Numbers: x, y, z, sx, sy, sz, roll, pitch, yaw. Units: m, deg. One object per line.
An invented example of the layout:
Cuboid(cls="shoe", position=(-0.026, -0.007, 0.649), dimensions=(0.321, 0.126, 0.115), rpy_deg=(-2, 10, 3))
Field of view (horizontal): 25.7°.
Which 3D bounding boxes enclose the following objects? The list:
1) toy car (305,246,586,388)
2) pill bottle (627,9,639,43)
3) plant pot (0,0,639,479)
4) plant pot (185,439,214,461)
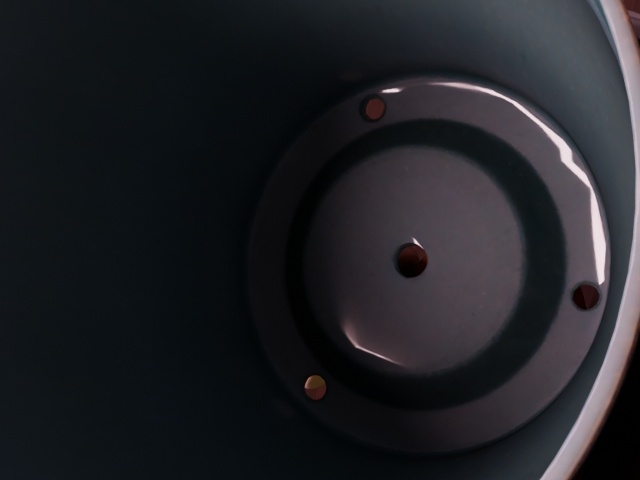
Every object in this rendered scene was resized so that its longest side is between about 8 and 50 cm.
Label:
Cuboid(cls="toy car", position=(0.073, 0.061, 0.726), dimensions=(0.136, 0.159, 0.182), rpy_deg=(-36, -18, -12))
Cuboid(cls="pill bottle", position=(0.136, -0.063, 0.726), dimensions=(0.065, 0.065, 0.116), rpy_deg=(-52, -23, -72))
Cuboid(cls="plant pot", position=(0.000, 0.000, 0.515), dimensions=(0.255, 0.271, 0.272), rpy_deg=(16, -90, -69))
Cuboid(cls="plant pot", position=(-0.068, 0.107, 0.556), dimensions=(0.032, 0.236, 0.236), rpy_deg=(-57, 0, 22))
